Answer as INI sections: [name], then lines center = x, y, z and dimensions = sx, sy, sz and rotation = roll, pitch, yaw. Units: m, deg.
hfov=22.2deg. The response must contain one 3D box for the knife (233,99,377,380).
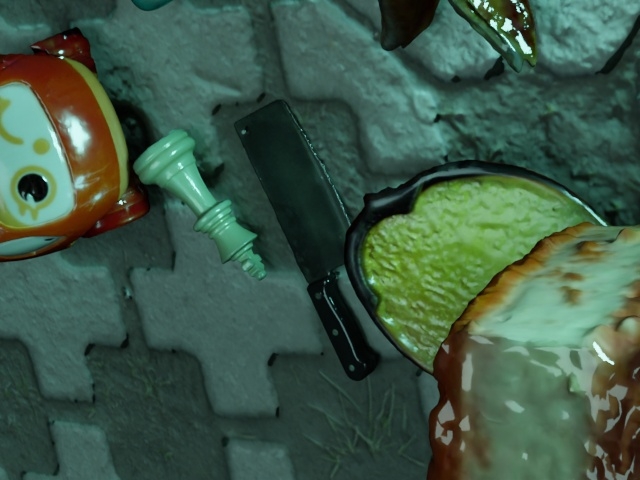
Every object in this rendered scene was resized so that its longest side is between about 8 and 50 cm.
[knife]
center = 0.000, 0.000, 1.375
dimensions = 0.072, 0.019, 0.245
rotation = -23, 92, 40

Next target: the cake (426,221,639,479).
[cake]
center = 0.245, 0.139, 0.986
dimensions = 0.320, 0.270, 0.269
rotation = 10, 112, 20

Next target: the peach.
[peach]
center = 0.156, 0.034, 1.234
dimensions = 0.279, 0.068, 0.189
rotation = 31, 122, 1

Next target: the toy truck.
[toy truck]
center = -0.310, -0.058, 1.442
dimensions = 0.265, 0.239, 0.189
rotation = -14, 100, 40

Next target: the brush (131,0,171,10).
[brush]
center = -0.081, -0.243, 1.328
dimensions = 0.193, 0.032, 0.043
rotation = -27, 87, 30

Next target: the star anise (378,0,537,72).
[star anise]
center = 0.089, -0.253, 1.146
dimensions = 0.288, 0.088, 0.288
rotation = 24, 121, 46

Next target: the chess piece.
[chess piece]
center = -0.097, -0.024, 1.419
dimensions = 0.149, 0.059, 0.059
rotation = 51, 131, 0
